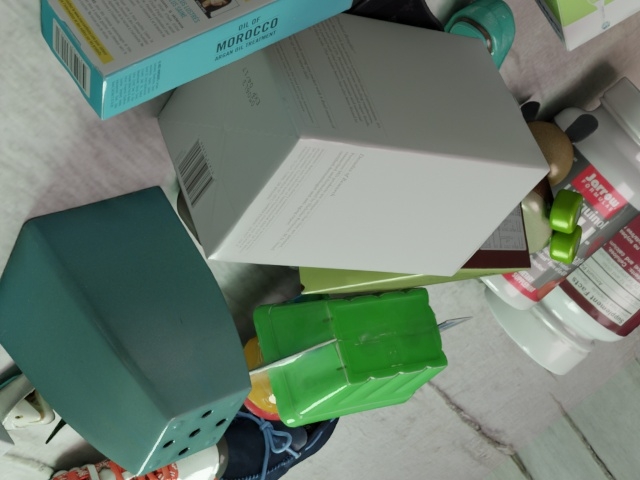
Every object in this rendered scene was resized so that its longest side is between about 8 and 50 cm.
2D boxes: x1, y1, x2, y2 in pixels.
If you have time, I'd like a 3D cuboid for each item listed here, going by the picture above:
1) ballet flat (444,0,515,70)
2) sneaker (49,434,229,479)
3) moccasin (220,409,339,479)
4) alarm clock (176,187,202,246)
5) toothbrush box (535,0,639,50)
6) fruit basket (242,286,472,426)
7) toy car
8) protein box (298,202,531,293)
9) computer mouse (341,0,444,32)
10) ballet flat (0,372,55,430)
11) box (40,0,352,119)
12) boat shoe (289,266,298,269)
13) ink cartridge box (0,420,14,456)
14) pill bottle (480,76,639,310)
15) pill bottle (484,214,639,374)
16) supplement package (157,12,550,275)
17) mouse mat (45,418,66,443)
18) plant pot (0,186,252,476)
[{"bbox_3d":[0.160,-0.179,1.666,0.087,0.083,0.247,-41,165,-33],"label":"ballet flat"},{"bbox_3d":[-0.247,0.313,1.930,0.270,0.090,0.145,-28,167,40],"label":"sneaker"},{"bbox_3d":[-0.080,0.276,2.177,0.117,0.138,0.342,-54,167,27],"label":"moccasin"},{"bbox_3d":[-0.093,-0.056,1.535,0.129,0.064,0.192,-40,161,7],"label":"alarm clock"},{"bbox_3d":[0.260,-0.309,1.277,0.206,0.122,0.283,-31,158,5],"label":"toothbrush box"},{"bbox_3d":[-0.030,0.153,1.929,0.327,0.165,0.353,-6,172,-44],"label":"fruit basket"},{"bbox_3d":[0.271,-0.091,1.881,0.149,0.155,0.188,75,36,-59],"label":"toy car"},{"bbox_3d":[0.104,-0.019,1.706,0.200,0.136,0.201,-10,174,32],"label":"protein box"},{"bbox_3d":[0.082,-0.252,1.417,0.184,0.060,0.262,-32,149,7],"label":"computer mouse"},{"bbox_3d":[-0.302,0.164,1.648,0.213,0.068,0.072,-41,159,10],"label":"ballet flat"},{"bbox_3d":[-0.095,-0.195,1.203,0.244,0.100,0.060,-27,158,-23],"label":"box"},{"bbox_3d":[0.000,0.000,1.836,0.100,0.035,0.035,-28,160,-5],"label":"boat shoe"},{"bbox_3d":[-0.438,0.233,1.559,0.191,0.082,0.139,-37,158,2],"label":"ink cartridge box"},{"bbox_3d":[0.336,-0.068,2.023,0.318,0.176,0.176,-43,158,14],"label":"pill bottle"},{"bbox_3d":[0.456,0.014,2.310,0.392,0.224,0.224,-45,157,18],"label":"pill bottle"},{"bbox_3d":[0.030,-0.089,1.395,0.293,0.177,0.175,5,139,-36],"label":"supplement package"},{"bbox_3d":[-0.235,0.142,1.692,0.190,0.007,0.152,-44,-172,17],"label":"mouse mat"},{"bbox_3d":[-0.187,0.101,1.474,0.165,0.234,0.165,-18,152,-41],"label":"plant pot"}]
